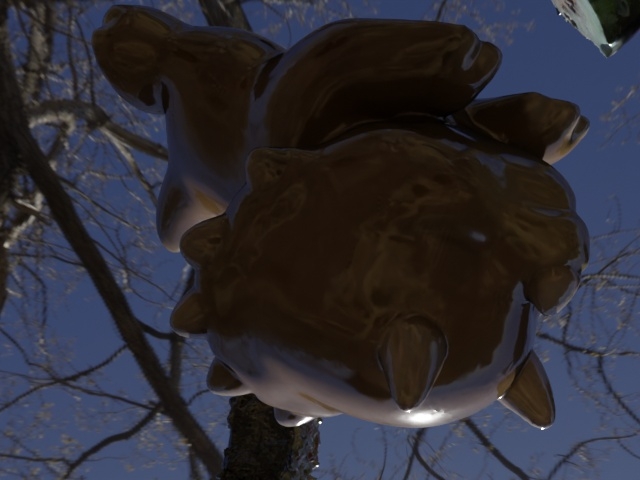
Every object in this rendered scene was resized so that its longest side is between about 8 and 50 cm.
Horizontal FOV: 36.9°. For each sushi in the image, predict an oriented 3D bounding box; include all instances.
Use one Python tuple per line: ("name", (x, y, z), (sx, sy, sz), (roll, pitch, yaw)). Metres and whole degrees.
("sushi", (-0.041, 0.187, 0.870), (0.078, 0.090, 0.150), (-4, -137, 14))

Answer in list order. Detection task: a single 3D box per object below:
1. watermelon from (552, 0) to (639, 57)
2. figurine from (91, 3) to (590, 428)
("watermelon", (0.146, -0.258, 0.622), (0.224, 0.180, 0.305), (0, -139, -20))
("figurine", (0.001, 0.000, 0.442), (0.247, 0.177, 0.172), (14, -96, 25))
